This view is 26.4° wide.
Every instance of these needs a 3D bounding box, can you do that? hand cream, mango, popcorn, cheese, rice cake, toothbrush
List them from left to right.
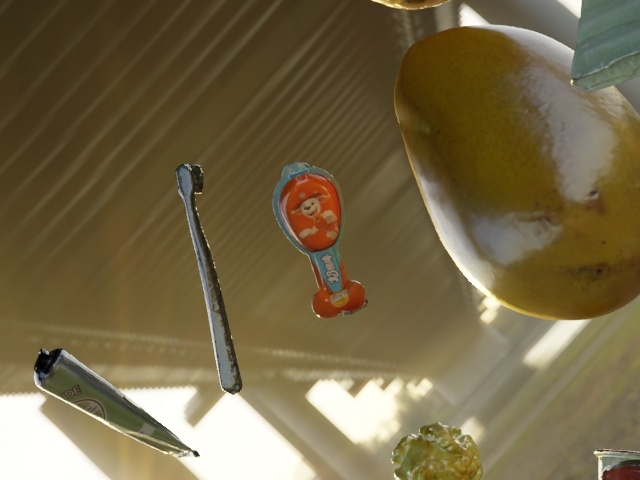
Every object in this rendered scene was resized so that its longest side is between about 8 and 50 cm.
[{"bbox_3d":[-0.258,0.210,1.696,0.055,0.235,0.086,-60,19,-21],"label":"hand cream"},{"bbox_3d":[-0.138,0.049,1.716,0.031,0.297,0.030,-11,-1,-44],"label":"toothbrush"},{"bbox_3d":[0.000,0.000,2.070,0.106,0.256,0.037,-19,14,-4],"label":"cheese"},{"bbox_3d":[0.186,0.357,2.147,0.142,0.135,0.162,-23,-23,-16],"label":"popcorn"},{"bbox_3d":[0.264,-0.100,1.748,0.300,0.445,0.232,-33,-27,-3],"label":"mango"},{"bbox_3d":[0.318,-0.205,1.171,0.237,0.043,0.127,-14,49,43],"label":"rice cake"}]

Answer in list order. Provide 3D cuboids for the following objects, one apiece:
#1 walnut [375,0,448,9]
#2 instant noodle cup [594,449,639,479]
[{"bbox_3d":[0.108,-0.491,1.764,0.308,0.354,0.397,-10,-30,-7],"label":"walnut"},{"bbox_3d":[0.473,0.386,1.839,0.235,0.235,0.178,84,-163,-78],"label":"instant noodle cup"}]
